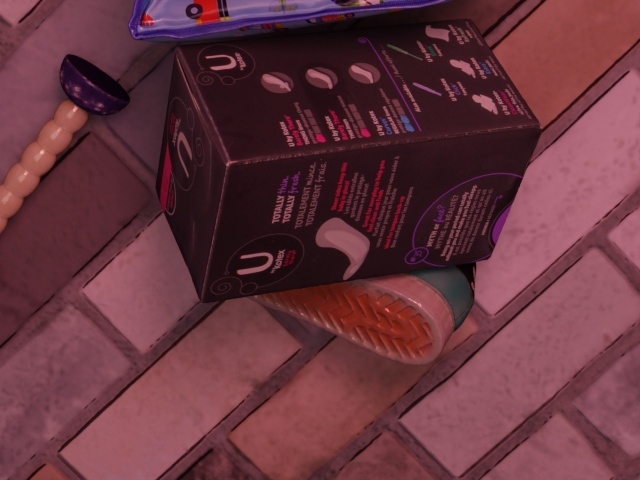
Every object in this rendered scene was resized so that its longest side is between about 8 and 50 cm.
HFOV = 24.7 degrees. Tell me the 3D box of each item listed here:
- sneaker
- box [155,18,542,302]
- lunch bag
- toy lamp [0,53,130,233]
[{"bbox_3d":[0.000,0.000,1.325,0.302,0.121,0.108,29,134,13],"label":"sneaker"},{"bbox_3d":[0.017,-0.069,1.202,0.270,0.143,0.165,-8,139,-22],"label":"box"},{"bbox_3d":[0.007,-0.229,1.200,0.293,0.221,0.138,4,103,1],"label":"lunch bag"},{"bbox_3d":[-0.284,-0.042,1.331,0.080,0.080,0.275,36,102,-6],"label":"toy lamp"}]
